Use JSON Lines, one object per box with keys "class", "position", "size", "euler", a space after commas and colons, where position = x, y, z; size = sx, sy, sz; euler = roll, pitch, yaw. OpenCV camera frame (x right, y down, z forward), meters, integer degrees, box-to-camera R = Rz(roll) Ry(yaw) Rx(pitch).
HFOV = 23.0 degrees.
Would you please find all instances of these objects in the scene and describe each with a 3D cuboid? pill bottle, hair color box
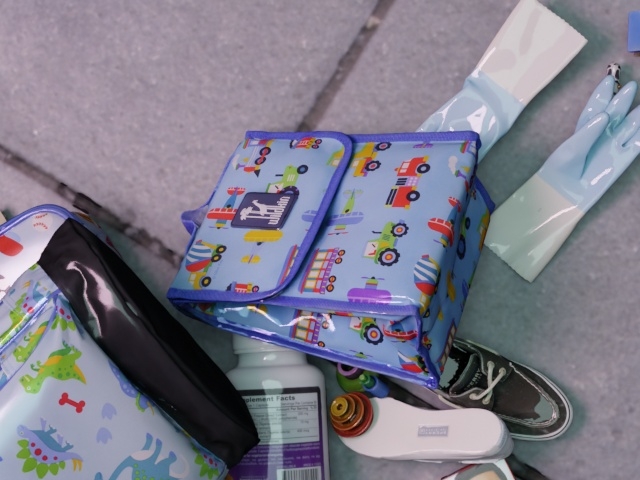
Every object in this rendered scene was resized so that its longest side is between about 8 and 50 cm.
{"class": "pill bottle", "position": [-0.046, 0.182, 1.597], "size": [0.108, 0.108, 0.193], "euler": [-3, 85, 4]}
{"class": "hair color box", "position": [0.184, 0.292, 1.605], "size": [0.072, 0.043, 0.141], "euler": [-27, 83, 2]}

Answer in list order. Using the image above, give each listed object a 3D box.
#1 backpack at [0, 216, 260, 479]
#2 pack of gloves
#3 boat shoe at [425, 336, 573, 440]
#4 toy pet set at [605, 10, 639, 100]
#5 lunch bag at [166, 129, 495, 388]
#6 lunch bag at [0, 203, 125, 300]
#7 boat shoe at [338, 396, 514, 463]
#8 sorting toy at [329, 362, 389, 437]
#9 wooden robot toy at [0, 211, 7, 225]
{"class": "backpack", "position": [-0.259, 0.211, 1.414], "size": [0.355, 0.273, 0.290], "euler": [-37, 113, 2]}
{"class": "pack of gloves", "position": [0.212, -0.105, 1.613], "size": [0.195, 0.046, 0.232], "euler": [40, 101, 7]}
{"class": "boat shoe", "position": [0.155, 0.144, 1.605], "size": [0.219, 0.070, 0.077], "euler": [24, 87, 5]}
{"class": "toy pet set", "position": [0.354, -0.176, 1.622], "size": [0.122, 0.065, 0.114], "euler": [4, 86, 4]}
{"class": "lunch bag", "position": [0.000, 0.000, 1.570], "size": [0.293, 0.138, 0.221], "euler": [8, 57, 20]}
{"class": "lunch bag", "position": [-0.279, 0.134, 1.617], "size": [0.243, 0.115, 0.303], "euler": [-30, 83, 3]}
{"class": "boat shoe", "position": [0.108, 0.198, 1.604], "size": [0.184, 0.063, 0.066], "euler": [-6, 60, 25]}
{"class": "sorting toy", "position": [0.033, 0.149, 1.606], "size": [0.061, 0.042, 0.102], "euler": [-13, 59, 28]}
{"class": "wooden robot toy", "position": [-0.420, -0.001, 1.660], "size": [0.173, 0.076, 0.079], "euler": [-33, 73, 0]}
